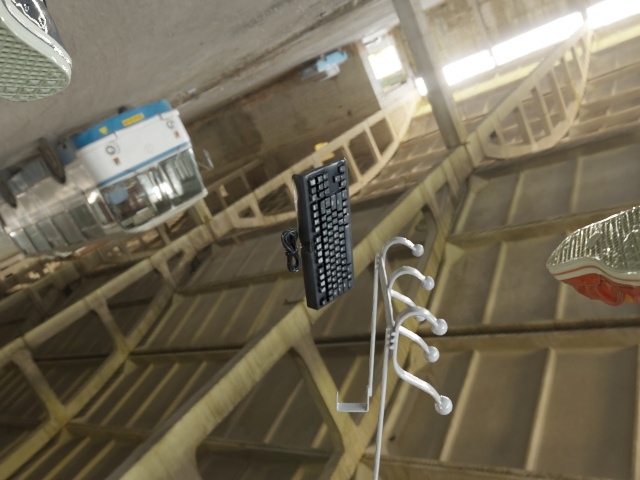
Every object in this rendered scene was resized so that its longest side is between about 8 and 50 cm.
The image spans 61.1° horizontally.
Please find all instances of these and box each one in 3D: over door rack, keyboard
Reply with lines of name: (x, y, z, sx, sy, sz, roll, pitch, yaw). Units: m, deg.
over door rack: (0.101, 0.187, 0.761, 0.108, 0.325, 0.239, 13, -158, -2)
keyboard: (0.000, 0.000, 0.652, 0.108, 0.180, 0.023, -24, -148, -31)

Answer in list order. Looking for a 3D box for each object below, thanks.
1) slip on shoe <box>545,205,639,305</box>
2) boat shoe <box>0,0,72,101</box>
slip on shoe: (0.404, 0.028, 0.681, 0.123, 0.101, 0.331, -48, 177, -6)
boat shoe: (-0.482, -0.344, 0.691, 0.186, 0.156, 0.500, -19, 173, -3)
